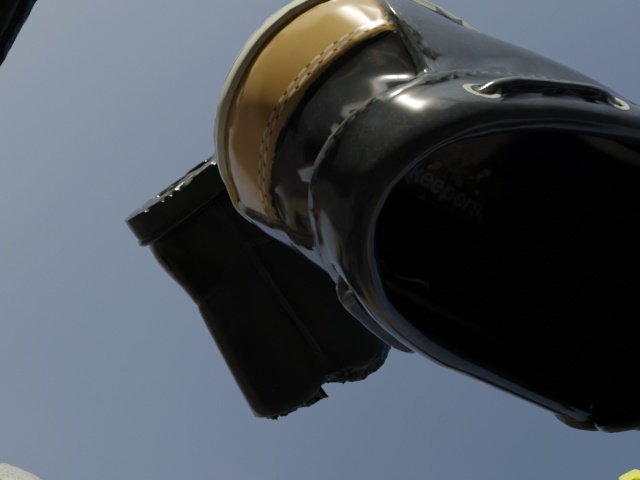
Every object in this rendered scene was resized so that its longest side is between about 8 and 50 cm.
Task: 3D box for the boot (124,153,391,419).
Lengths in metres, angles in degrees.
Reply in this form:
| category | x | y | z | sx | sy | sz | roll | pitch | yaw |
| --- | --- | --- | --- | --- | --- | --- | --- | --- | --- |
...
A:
| category | x | y | z | sx | sy | sz | roll | pitch | yaw |
| --- | --- | --- | --- | --- | --- | --- | --- | --- | --- |
| boot | 0.000 | 0.000 | 0.774 | 0.246 | 0.094 | 0.207 | -37 | -77 | -7 |

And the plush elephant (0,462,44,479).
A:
| category | x | y | z | sx | sy | sz | roll | pitch | yaw |
| --- | --- | --- | --- | --- | --- | --- | --- | --- | --- |
| plush elephant | -0.186 | 0.278 | 0.603 | 0.330 | 0.255 | 0.271 | -7 | -91 | -7 |

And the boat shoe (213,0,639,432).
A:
| category | x | y | z | sx | sy | sz | roll | pitch | yaw |
| --- | --- | --- | --- | --- | --- | --- | --- | --- | --- |
| boat shoe | 0.178 | 0.029 | 0.515 | 0.186 | 0.500 | 0.156 | -59 | -150 | 14 |

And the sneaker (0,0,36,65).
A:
| category | x | y | z | sx | sy | sz | roll | pitch | yaw |
| --- | --- | --- | --- | --- | --- | --- | --- | --- | --- |
| sneaker | -0.225 | -0.239 | 0.425 | 0.258 | 0.169 | 0.447 | -6 | -91 | 2 |

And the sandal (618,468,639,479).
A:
| category | x | y | z | sx | sy | sz | roll | pitch | yaw |
| --- | --- | --- | --- | --- | --- | --- | --- | --- | --- |
| sandal | 0.316 | 0.203 | 0.745 | 0.317 | 0.126 | 0.138 | -40 | -149 | -4 |
